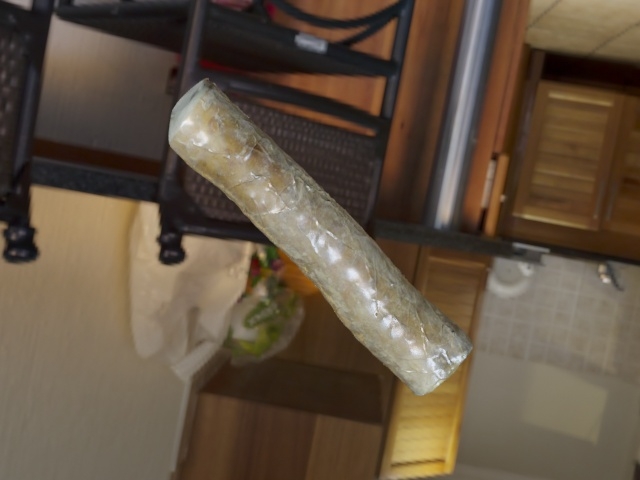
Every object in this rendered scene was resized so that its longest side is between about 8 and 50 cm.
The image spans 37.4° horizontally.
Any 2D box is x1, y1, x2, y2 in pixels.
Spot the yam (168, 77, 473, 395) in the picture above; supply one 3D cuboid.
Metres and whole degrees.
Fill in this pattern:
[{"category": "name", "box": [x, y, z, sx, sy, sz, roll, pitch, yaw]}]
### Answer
[{"category": "yam", "box": [0.000, 0.000, 0.725, 0.299, 0.066, 0.066, 46, 174, -10]}]
